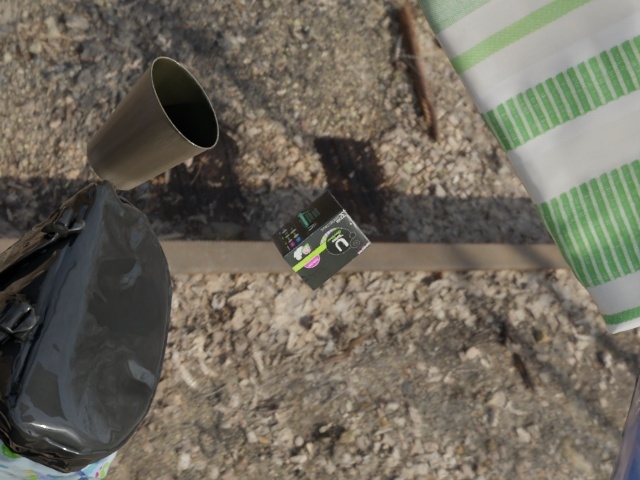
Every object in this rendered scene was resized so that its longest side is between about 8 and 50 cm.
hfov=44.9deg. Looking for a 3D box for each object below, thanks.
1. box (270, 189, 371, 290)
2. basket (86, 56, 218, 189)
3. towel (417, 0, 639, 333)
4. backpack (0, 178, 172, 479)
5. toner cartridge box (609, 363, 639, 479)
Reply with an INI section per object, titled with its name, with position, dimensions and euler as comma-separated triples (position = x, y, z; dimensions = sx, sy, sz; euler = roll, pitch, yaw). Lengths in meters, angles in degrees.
[box]
position = 0.000, 0.000, 0.844
dimensions = 0.062, 0.083, 0.052
euler = 48, 4, -34
[basket]
position = -0.336, -0.209, 1.506
dimensions = 0.154, 0.226, 0.204
euler = 0, 64, -57
[towel]
position = 0.237, -0.102, 0.524
dimensions = 0.325, 0.247, 0.038
euler = 57, 32, -14
[backpack]
position = -0.317, 0.145, 0.800
dimensions = 0.273, 0.355, 0.290
euler = 53, 28, -38
[toner cartridge box]
position = 0.211, -0.015, 0.276
dimensions = 0.075, 0.348, 0.165
euler = 24, 44, 14
